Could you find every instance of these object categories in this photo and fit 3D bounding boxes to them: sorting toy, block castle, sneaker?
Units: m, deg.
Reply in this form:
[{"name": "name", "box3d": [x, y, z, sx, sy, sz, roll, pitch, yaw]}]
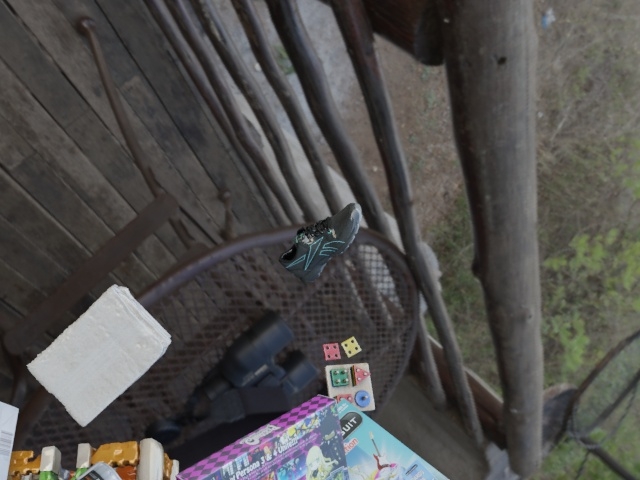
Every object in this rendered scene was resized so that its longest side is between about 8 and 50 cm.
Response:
[{"name": "sorting toy", "box3d": [0.086, 0.401, 1.827, 0.132, 0.275, 0.046, 1, 157, -22]}, {"name": "block castle", "box3d": [-0.562, 0.617, 1.521, 0.452, 0.213, 0.303, -4, 149, -4]}, {"name": "sneaker", "box3d": [0.000, 0.000, 1.633, 0.106, 0.101, 0.267, 31, 118, -20]}]

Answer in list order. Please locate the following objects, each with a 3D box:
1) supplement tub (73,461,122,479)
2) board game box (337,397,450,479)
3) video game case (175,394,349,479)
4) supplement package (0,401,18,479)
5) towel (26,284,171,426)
[{"name": "supplement tub", "box3d": [-0.494, 0.554, 1.326, 0.190, 0.117, 0.117, -34, 144, -39]}, {"name": "board game box", "box3d": [0.087, 0.511, 1.316, 0.253, 0.336, 0.079, -35, 143, -34]}, {"name": "video game case", "box3d": [-0.055, 0.335, 0.810, 0.232, 0.041, 0.210, -19, 105, -42]}, {"name": "supplement package", "box3d": [-0.829, 0.432, 1.372, 0.292, 0.178, 0.175, -6, 153, 9]}, {"name": "towel", "box3d": [-0.472, 0.245, 1.405, 0.282, 0.187, 0.049, -42, -177, 5]}]
